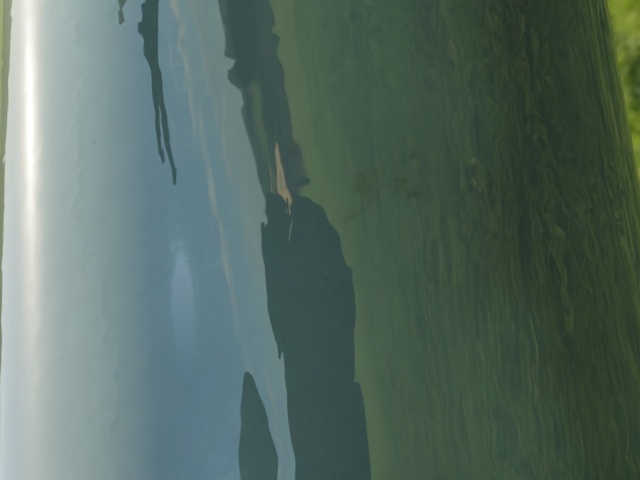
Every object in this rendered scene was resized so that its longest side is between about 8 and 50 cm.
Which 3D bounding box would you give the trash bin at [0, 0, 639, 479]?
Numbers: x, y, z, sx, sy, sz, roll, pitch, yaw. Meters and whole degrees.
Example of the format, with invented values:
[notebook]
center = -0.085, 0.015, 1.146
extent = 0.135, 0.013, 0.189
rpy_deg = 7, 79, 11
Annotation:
[trash bin]
center = 0.000, 0.000, 0.785
extent = 0.280, 0.432, 0.280
rpy_deg = -5, 168, -1
